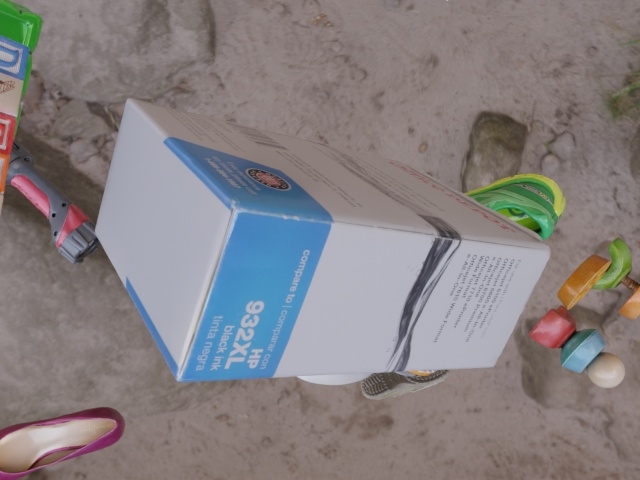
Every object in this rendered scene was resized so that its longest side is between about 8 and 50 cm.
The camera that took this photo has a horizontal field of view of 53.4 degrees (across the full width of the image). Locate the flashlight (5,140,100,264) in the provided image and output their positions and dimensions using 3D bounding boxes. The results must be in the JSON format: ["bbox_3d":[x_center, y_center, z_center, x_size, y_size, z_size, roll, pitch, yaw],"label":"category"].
[{"bbox_3d":[-0.611,-0.082,1.389,0.304,0.103,0.103,42,116,-2],"label":"flashlight"}]

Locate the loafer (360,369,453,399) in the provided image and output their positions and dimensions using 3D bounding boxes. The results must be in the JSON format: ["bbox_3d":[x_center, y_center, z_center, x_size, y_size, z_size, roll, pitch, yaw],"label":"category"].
[{"bbox_3d":[0.247,0.383,1.814,0.269,0.092,0.102,-18,68,7],"label":"loafer"}]

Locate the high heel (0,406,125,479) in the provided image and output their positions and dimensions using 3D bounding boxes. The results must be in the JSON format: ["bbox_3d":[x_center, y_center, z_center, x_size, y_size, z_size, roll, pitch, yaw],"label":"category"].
[{"bbox_3d":[-0.413,0.302,0.935,0.244,0.117,0.082,-6,73,-21],"label":"high heel"}]

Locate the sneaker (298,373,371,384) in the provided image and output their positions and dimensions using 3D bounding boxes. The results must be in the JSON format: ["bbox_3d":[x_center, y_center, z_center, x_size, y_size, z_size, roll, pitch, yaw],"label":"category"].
[{"bbox_3d":[0.088,0.151,1.187,0.135,0.366,0.150,20,113,43],"label":"sneaker"}]

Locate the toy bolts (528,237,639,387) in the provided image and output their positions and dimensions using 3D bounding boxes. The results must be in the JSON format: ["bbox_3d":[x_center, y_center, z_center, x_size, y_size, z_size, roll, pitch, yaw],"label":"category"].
[{"bbox_3d":[0.470,0.136,1.047,0.158,0.218,0.228,43,117,25],"label":"toy bolts"}]

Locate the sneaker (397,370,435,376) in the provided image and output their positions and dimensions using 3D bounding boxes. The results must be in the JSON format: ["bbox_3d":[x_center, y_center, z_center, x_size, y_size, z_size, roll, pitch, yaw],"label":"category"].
[{"bbox_3d":[0.153,0.194,1.063,0.083,0.215,0.084,-33,67,28],"label":"sneaker"}]

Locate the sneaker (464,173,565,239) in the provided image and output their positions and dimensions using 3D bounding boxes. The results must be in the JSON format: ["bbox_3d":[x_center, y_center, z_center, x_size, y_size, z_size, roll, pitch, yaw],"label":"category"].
[{"bbox_3d":[0.194,-0.008,0.905,0.296,0.123,0.109,-24,108,32],"label":"sneaker"}]

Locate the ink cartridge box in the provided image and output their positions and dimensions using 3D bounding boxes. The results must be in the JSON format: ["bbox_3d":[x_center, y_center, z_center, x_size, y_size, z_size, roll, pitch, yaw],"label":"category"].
[{"bbox_3d":[0.000,0.000,0.539,0.307,0.223,0.129,6,112,-36],"label":"ink cartridge box"}]

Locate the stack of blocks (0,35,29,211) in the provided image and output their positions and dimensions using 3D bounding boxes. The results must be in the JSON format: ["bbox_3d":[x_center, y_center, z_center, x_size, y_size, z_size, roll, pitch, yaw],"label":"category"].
[{"bbox_3d":[-0.382,-0.068,0.570,0.171,0.297,0.087,17,151,-38],"label":"stack of blocks"}]

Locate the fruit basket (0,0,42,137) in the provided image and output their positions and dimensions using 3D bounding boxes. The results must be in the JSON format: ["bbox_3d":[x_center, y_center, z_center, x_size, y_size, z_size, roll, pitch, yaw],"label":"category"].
[{"bbox_3d":[-0.675,-0.273,1.103,0.392,0.283,0.392,-14,71,43],"label":"fruit basket"}]
